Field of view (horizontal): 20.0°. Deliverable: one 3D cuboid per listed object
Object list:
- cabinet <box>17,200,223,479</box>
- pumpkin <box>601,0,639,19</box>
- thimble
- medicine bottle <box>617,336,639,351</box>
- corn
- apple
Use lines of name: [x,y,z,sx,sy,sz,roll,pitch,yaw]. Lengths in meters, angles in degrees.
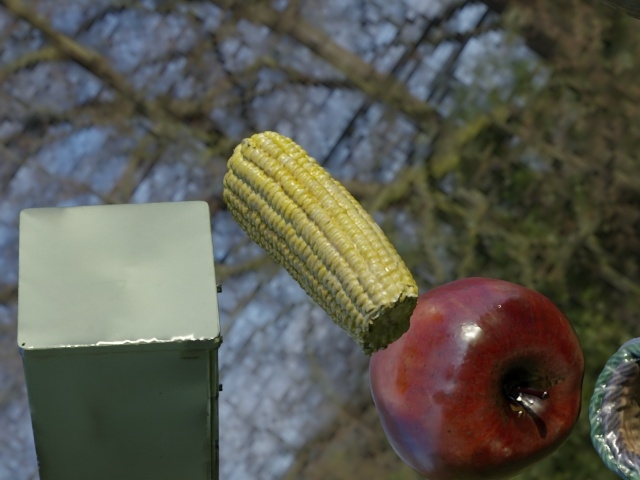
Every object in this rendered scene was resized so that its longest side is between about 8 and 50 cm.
cabinet: [-0.151,0.095,1.413,0.206,0.150,0.145,93,172,-45]
pumpkin: [0.419,-0.360,1.674,0.454,0.454,0.344,50,-138,-83]
thimble: [0.319,0.165,1.695,0.090,0.118,0.135,20,-112,-57]
medicine bottle: [0.374,0.171,2.086,0.080,0.080,0.130,-59,11,27]
corn: [0.000,0.000,1.182,0.063,0.165,0.085,-18,-35,-39]
apple: [0.162,0.142,1.896,0.234,0.234,0.234,-54,-6,-9]
